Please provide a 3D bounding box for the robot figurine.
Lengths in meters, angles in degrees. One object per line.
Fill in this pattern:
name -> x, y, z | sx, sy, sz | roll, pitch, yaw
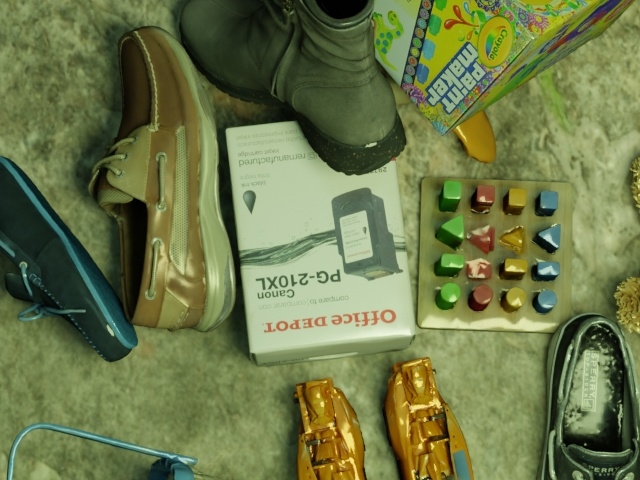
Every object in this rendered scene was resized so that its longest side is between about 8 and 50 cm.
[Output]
robot figurine -> 0.070, 0.273, 1.692 | 0.211, 0.085, 0.291 | -12, 80, -2

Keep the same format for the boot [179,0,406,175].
boot -> -0.038, -0.230, 1.654 | 0.118, 0.222, 0.338 | -37, 48, -21

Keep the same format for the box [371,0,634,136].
box -> 0.161, -0.305, 1.690 | 0.290, 0.177, 0.279 | -34, 81, -40

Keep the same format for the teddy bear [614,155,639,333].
teddy bear -> 0.431, -0.017, 1.750 | 0.245, 0.113, 0.338 | 10, 72, -6

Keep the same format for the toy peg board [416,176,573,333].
toy peg board -> 0.184, 0.011, 1.744 | 0.161, 0.079, 0.161 | 2, 80, 0

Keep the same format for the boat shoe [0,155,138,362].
boat shoe -> -0.284, 0.032, 1.735 | 0.089, 0.109, 0.258 | -39, 66, 0

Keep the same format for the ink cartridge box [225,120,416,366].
ink cartridge box -> 0.000, 0.000, 1.731 | 0.172, 0.100, 0.237 | -7, 80, -1

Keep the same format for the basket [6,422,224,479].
basket -> -0.171, 0.317, 1.622 | 0.289, 0.201, 0.254 | 8, 81, -9

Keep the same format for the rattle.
rattle -> 0.073, -0.146, 1.795 | 0.200, 0.143, 0.130 | -13, 47, 12

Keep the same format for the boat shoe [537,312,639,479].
boat shoe -> 0.277, 0.223, 1.687 | 0.108, 0.102, 0.301 | 3, 87, -1

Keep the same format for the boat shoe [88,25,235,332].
boat shoe -> -0.172, -0.064, 1.716 | 0.116, 0.123, 0.324 | -6, 78, -26
